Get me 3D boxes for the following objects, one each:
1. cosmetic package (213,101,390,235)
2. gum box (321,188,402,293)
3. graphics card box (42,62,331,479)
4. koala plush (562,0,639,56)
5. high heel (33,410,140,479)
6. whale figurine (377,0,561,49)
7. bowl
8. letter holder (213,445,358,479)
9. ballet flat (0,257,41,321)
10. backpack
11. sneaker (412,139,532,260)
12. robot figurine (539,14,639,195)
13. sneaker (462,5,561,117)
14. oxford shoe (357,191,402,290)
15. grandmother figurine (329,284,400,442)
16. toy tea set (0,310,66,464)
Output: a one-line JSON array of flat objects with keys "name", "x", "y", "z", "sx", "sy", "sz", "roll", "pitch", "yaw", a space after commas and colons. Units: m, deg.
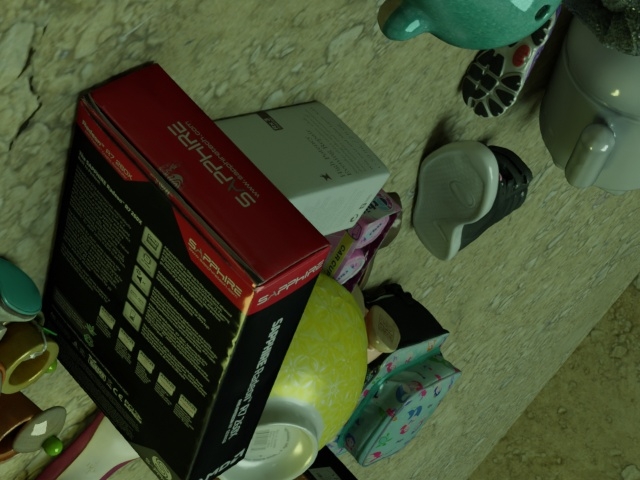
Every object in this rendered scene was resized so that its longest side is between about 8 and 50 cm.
[{"name": "cosmetic package", "x": -0.048, "y": -0.059, "z": 1.556, "sx": 0.231, "sy": 0.117, "sz": 0.085, "roll": -18, "pitch": 148, "yaw": -55}, {"name": "gum box", "x": 0.000, "y": 0.000, "z": 1.792, "sx": 0.062, "sy": 0.107, "sz": 0.188, "roll": -25, "pitch": 154, "yaw": -44}, {"name": "graphics card box", "x": -0.134, "y": 0.048, "z": 1.423, "sx": 0.094, "sy": 0.233, "sz": 0.371, "roll": -31, "pitch": 157, "yaw": -34}, {"name": "koala plush", "x": 0.352, "y": -0.325, "z": 1.727, "sx": 0.196, "sy": 0.203, "sz": 0.221, "roll": -25, "pitch": 136, "yaw": 3}, {"name": "high heel", "x": -0.264, "y": 0.244, "z": 1.881, "sx": 0.244, "sy": 0.082, "sz": 0.117, "roll": -57, "pitch": -152, "yaw": -14}, {"name": "whale figurine", "x": 0.139, "y": -0.257, "z": 1.469, "sx": 0.216, "sy": 0.141, "sz": 0.272, "roll": -50, "pitch": 160, "yaw": 19}, {"name": "bowl", "x": -0.073, "y": 0.175, "z": 1.745, "sx": 0.290, "sy": 0.156, "sz": 0.289, "roll": -10, "pitch": 136, "yaw": -9}, {"name": "letter holder", "x": -0.071, "y": 0.368, "z": 2.136, "sx": 0.214, "sy": 0.302, "sz": 0.152, "roll": -47, "pitch": 161, "yaw": 12}, {"name": "ballet flat", "x": -0.298, "y": 0.039, "z": 1.371, "sx": 0.052, "sy": 0.057, "sz": 0.168, "roll": -18, "pitch": 162, "yaw": 12}, {"name": "backpack", "x": 0.060, "y": 0.212, "z": 2.277, "sx": 0.253, "sy": 0.191, "sz": 0.225, "roll": -47, "pitch": 163, "yaw": 27}, {"name": "sneaker", "x": 0.209, "y": -0.086, "z": 2.063, "sx": 0.147, "sy": 0.104, "sz": 0.295, "roll": -39, "pitch": 167, "yaw": -18}, {"name": "robot figurine", "x": 0.394, "y": -0.198, "z": 2.035, "sx": 0.300, "sy": 0.200, "sz": 0.353, "roll": -61, "pitch": 171, "yaw": -28}, {"name": "sneaker", "x": 0.232, "y": -0.215, "z": 1.880, "sx": 0.170, "sy": 0.068, "sz": 0.071, "roll": -55, "pitch": 164, "yaw": 28}, {"name": "oxford shoe", "x": 0.029, "y": 0.007, "z": 1.964, "sx": 0.076, "sy": 0.076, "sz": 0.212, "roll": 0, "pitch": 145, "yaw": -21}, {"name": "grandmother figurine", "x": -0.061, "y": 0.186, "z": 2.000, "sx": 0.342, "sy": 0.208, "sz": 0.104, "roll": -36, "pitch": -168, "yaw": 21}, {"name": "toy tea set", "x": -0.315, "y": 0.163, "z": 1.462, "sx": 0.200, "sy": 0.124, "sz": 0.336, "roll": -49, "pitch": 161, "yaw": 15}]
